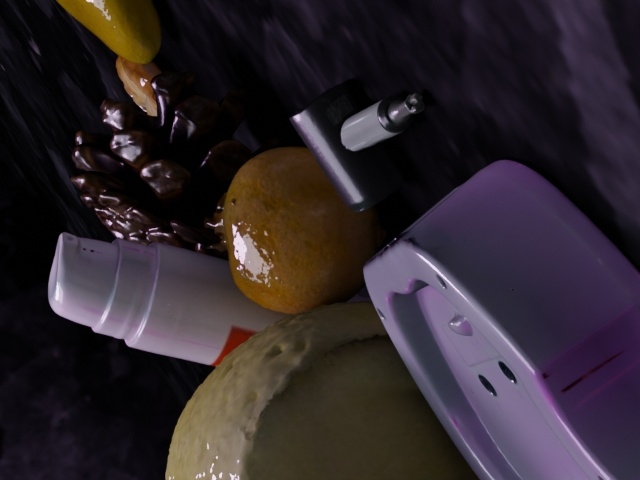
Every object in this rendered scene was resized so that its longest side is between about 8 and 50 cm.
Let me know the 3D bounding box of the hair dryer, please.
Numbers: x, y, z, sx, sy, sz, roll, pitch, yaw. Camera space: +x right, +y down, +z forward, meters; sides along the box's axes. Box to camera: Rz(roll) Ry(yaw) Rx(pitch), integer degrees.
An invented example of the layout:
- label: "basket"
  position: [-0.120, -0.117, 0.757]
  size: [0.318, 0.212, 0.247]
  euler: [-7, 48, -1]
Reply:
- label: "hair dryer"
  position: [0.044, -0.084, 1.463]
  size: [0.100, 0.057, 0.197]
  euler: [55, 162, -4]

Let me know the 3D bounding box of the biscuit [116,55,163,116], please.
- label: "biscuit"
  position: [-0.142, -0.108, 2.086]
  size: [0.299, 0.045, 0.154]
  euler: [54, 168, 15]

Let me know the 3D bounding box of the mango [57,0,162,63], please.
- label: "mango"
  position: [-0.230, -0.272, 1.935]
  size: [0.191, 0.085, 0.122]
  euler: [45, 156, 7]

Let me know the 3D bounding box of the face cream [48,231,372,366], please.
- label: "face cream"
  position: [-0.084, 0.069, 1.726]
  size: [0.345, 0.102, 0.102]
  euler: [14, 179, -17]

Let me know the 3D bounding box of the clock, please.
- label: "clock"
  position: [0.168, 0.108, 1.349]
  size: [0.338, 0.102, 0.338]
  euler: [52, 167, 17]

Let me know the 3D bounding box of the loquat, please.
- label: "loquat"
  position: [-0.020, -0.009, 1.652]
  size: [0.137, 0.163, 0.163]
  euler: [-74, -36, -53]

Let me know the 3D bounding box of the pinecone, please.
- label: "pinecone"
  position: [-0.128, -0.062, 1.815]
  size: [0.229, 0.201, 0.202]
  euler: [24, 147, -12]

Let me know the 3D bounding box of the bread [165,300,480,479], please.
- label: "bread"
  position: [0.032, 0.200, 1.584]
  size: [0.320, 0.320, 0.237]
  euler: [56, 161, 0]
